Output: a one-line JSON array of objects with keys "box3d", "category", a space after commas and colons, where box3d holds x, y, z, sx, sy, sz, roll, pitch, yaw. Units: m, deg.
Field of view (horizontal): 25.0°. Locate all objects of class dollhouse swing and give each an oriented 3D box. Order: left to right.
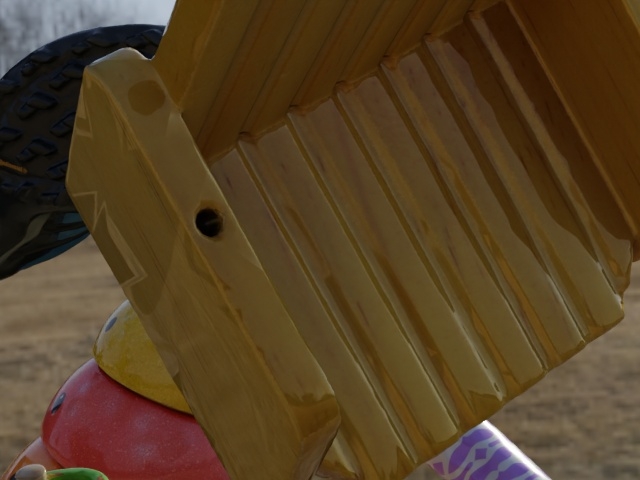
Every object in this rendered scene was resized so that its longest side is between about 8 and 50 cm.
[{"box3d": [0.094, -0.069, 0.746, 0.346, 0.315, 0.305, -30, 2, -30], "category": "dollhouse swing"}]

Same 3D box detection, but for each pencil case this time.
[{"box3d": [0.161, 0.234, 1.488, 0.206, 0.088, 0.086, 44, 25, 28], "category": "pencil case"}]

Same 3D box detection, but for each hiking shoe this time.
[{"box3d": [-0.170, -0.062, 0.982, 0.304, 0.113, 0.132, -28, 0, 31], "category": "hiking shoe"}]

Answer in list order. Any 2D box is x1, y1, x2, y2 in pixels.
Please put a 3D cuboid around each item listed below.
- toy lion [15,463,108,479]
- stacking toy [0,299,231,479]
[{"box3d": [-0.174, 0.198, 1.058, 0.096, 0.034, 0.100, -7, 24, -8], "category": "toy lion"}, {"box3d": [-0.148, 0.162, 1.541, 0.350, 0.480, 0.350, 19, 8, -3], "category": "stacking toy"}]
